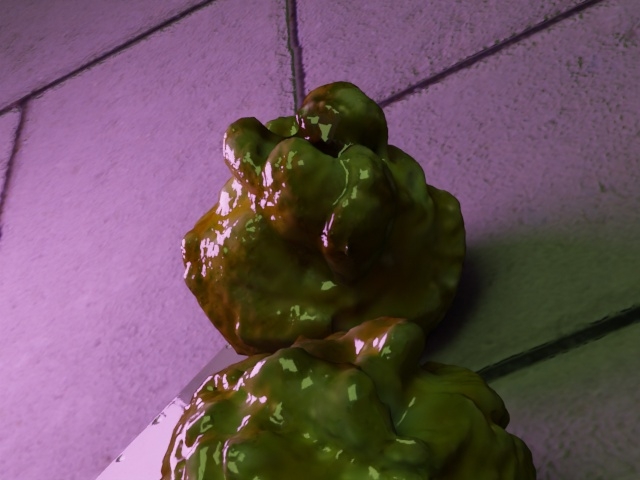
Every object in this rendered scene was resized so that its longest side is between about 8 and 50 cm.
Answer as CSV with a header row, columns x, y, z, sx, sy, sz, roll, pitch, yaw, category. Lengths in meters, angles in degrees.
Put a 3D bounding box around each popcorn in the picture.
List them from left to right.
x,y,z,sx,sy,sz,roll,pitch,yaw,category
-0.004,-0.006,1.231,0.276,0.276,0.225,-39,41,-4,popcorn
0.008,0.188,0.979,0.282,0.282,0.247,-28,75,12,popcorn

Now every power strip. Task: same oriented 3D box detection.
x,y,z,sx,sy,sz,roll,pitch,yaw,category
-0.124,0.204,1.262,0.270,0.046,0.118,-46,38,-22,power strip
